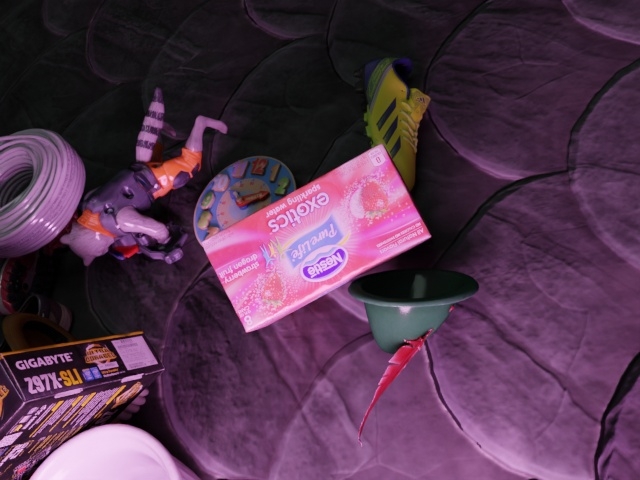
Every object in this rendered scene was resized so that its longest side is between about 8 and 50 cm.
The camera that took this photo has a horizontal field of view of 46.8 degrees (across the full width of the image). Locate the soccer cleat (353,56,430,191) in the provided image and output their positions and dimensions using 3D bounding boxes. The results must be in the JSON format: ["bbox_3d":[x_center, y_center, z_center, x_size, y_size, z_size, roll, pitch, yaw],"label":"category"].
[{"bbox_3d":[0.131,-0.203,1.235,0.121,0.093,0.289,-14,54,9],"label":"soccer cleat"}]

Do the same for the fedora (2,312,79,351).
[{"bbox_3d":[-0.452,0.203,1.204,0.079,0.194,0.194,-49,50,6],"label":"fedora"}]

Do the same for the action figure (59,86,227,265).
[{"bbox_3d":[-0.364,-0.106,1.362,0.341,0.178,0.330,15,64,35],"label":"action figure"}]

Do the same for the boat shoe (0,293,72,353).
[{"bbox_3d":[-0.537,0.223,1.277,0.102,0.092,0.285,9,63,32],"label":"boat shoe"}]

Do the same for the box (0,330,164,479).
[{"bbox_3d":[-0.408,0.262,1.021,0.322,0.257,0.079,-44,73,21],"label":"box"}]

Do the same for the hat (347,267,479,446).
[{"bbox_3d":[0.121,0.149,1.042,0.208,0.184,0.173,-7,12,-16],"label":"hat"}]

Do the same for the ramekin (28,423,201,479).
[{"bbox_3d":[-0.275,0.404,1.001,0.277,0.135,0.277,-13,55,19],"label":"ramekin"}]

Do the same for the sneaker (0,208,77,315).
[{"bbox_3d":[-0.570,0.001,1.427,0.112,0.121,0.299,-8,54,30],"label":"sneaker"}]

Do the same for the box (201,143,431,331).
[{"bbox_3d":[0.000,0.000,1.095,0.299,0.142,0.154,-27,86,8],"label":"box"}]

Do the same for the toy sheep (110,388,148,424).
[{"bbox_3d":[-0.313,0.233,1.167,0.091,0.091,0.132,19,82,34],"label":"toy sheep"}]

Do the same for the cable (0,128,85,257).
[{"bbox_3d":[-0.548,-0.085,1.337,0.257,0.089,0.257,-13,56,17],"label":"cable"}]

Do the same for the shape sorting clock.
[{"bbox_3d":[-0.136,-0.062,1.304,0.206,0.040,0.206,-13,54,19],"label":"shape sorting clock"}]
